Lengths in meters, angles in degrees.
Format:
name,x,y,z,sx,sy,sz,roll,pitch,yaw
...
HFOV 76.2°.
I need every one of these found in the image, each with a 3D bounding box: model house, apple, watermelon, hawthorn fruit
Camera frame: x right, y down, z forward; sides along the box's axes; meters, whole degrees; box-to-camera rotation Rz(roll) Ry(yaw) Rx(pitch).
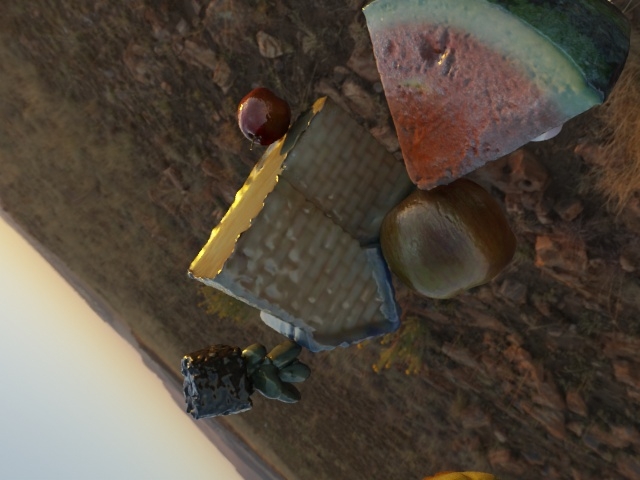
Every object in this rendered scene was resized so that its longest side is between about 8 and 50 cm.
name,x,y,z,sx,sy,sz,roll,pitch,yaw
model house,0.000,0.000,0.910,0.400,0.445,0.395,34,164,-17
apple,0.212,-0.003,0.703,0.188,0.211,0.211,61,154,8
watermelon,0.176,-0.196,0.491,0.283,0.250,0.292,18,103,14
hawthorn fruit,-0.137,-0.276,0.931,0.125,0.140,0.125,45,176,5

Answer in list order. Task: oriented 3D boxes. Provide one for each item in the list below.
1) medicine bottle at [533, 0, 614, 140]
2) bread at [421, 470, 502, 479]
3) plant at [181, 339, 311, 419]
name,x,y,z,sx,sy,sz,roll,pitch,yaw
medicine bottle,0.666,-0.500,1.199,0.214,0.213,0.378,30,153,28
bread,0.162,0.297,0.397,0.156,0.125,0.086,41,148,20
plant,-0.155,0.291,0.889,0.149,0.275,0.146,22,107,59
